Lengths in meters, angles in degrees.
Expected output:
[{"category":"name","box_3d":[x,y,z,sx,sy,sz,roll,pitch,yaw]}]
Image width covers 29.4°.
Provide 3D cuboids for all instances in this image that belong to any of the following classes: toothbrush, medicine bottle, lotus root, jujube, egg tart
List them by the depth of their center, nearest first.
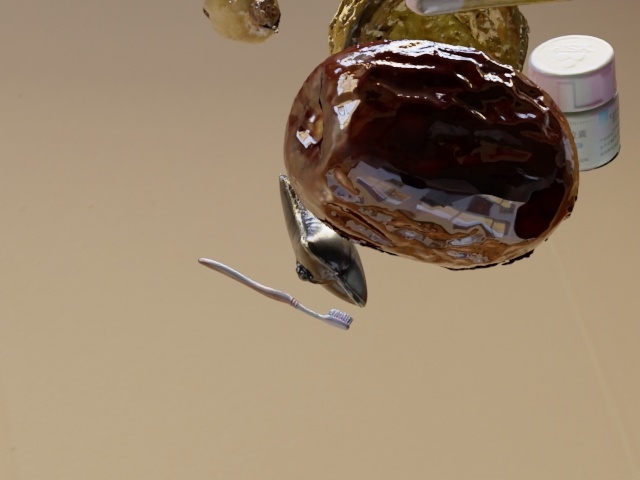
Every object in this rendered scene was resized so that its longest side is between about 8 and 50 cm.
[{"category":"toothbrush","box_3d":[0.157,-0.157,0.753,0.288,0.024,0.021,-13,-136,-41]},{"category":"jujube","box_3d":[0.099,-0.071,0.995,0.243,0.183,0.183,14,-116,-30]},{"category":"lotus root","box_3d":[-0.079,-0.235,1.236,0.062,0.150,0.073,-32,-63,-18]},{"category":"toothbrush","box_3d":[-0.051,0.055,1.312,0.193,0.013,0.019,22,-123,21]},{"category":"egg tart","box_3d":[0.143,-0.267,1.663,0.291,0.107,0.290,-3,-80,-17]},{"category":"medicine bottle","box_3d":[0.373,-0.201,1.790,0.135,0.135,0.168,-46,-41,-38]}]

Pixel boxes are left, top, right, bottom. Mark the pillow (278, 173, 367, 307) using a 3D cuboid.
[{"category":"pillow","box_3d":[0.002,-0.002,1.114,0.091,0.055,0.135,20,-151,-23]}]
